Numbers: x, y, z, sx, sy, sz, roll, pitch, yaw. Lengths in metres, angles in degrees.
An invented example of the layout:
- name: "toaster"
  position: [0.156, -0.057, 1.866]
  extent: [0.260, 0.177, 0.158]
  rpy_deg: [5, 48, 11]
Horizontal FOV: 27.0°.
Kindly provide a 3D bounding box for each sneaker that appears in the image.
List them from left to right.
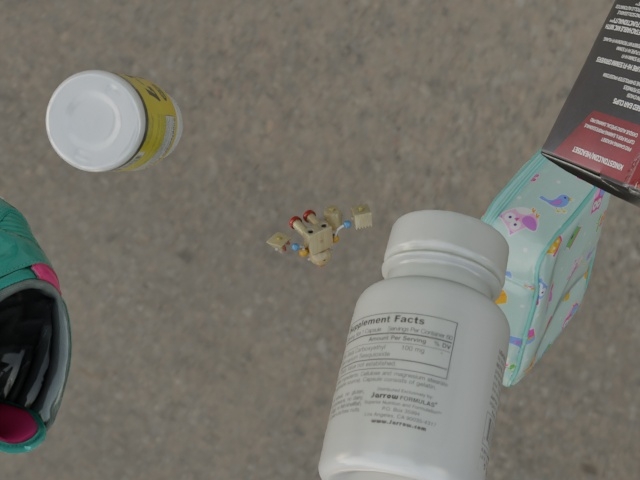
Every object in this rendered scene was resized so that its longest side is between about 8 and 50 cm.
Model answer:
- name: "sneaker"
  position: [-0.275, 0.112, 0.910]
  extent: [0.178, 0.296, 0.124]
  rpy_deg: [32, 176, 40]

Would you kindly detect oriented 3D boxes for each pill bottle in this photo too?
- name: "pill bottle"
  position: [-0.242, -0.143, 1.616]
  extent: [0.119, 0.208, 0.119]
  rpy_deg: [1, 94, 9]
- name: "pill bottle"
  position: [0.084, 0.098, 1.081]
  extent: [0.131, 0.229, 0.131]
  rpy_deg: [12, 154, 6]

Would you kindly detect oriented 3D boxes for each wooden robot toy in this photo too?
- name: "wooden robot toy"
  position: [0.000, 0.000, 2.084]
  extent: [0.076, 0.173, 0.079]
  rpy_deg: [45, 151, 49]

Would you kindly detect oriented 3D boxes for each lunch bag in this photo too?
- name: "lunch bag"
  position: [0.256, 0.028, 1.609]
  extent: [0.107, 0.224, 0.279]
  rpy_deg: [27, 142, 20]

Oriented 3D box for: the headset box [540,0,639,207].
- name: "headset box"
  position: [0.241, -0.102, 0.617]
  extent: [0.110, 0.218, 0.293]
  rpy_deg: [23, 95, -24]
